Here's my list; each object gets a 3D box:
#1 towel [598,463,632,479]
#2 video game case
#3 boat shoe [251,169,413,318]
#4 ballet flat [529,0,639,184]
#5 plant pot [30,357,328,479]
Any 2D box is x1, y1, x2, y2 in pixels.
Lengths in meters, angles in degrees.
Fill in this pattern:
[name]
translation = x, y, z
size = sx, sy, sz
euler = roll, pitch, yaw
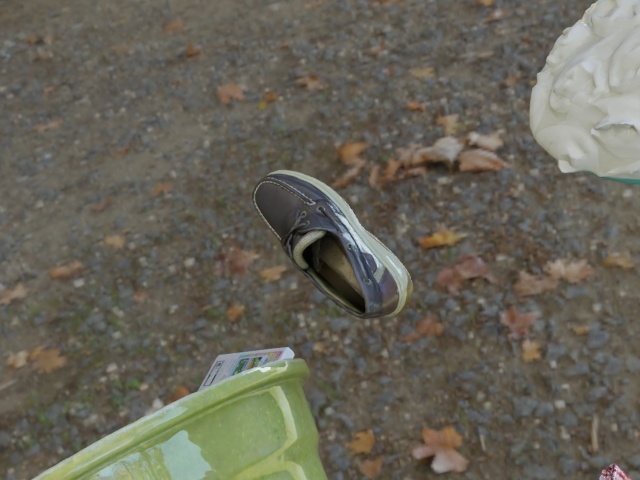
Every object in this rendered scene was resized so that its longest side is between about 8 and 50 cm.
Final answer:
[towel]
translation = 0.342, 0.330, 0.902
size = 0.199, 0.031, 0.275
euler = 35, 22, 10
[video game case]
translation = -0.113, 0.202, 1.162
size = 0.143, 0.019, 0.157
euler = -13, 40, 46
[boat shoe]
translation = 0.000, 0.000, 0.682
size = 0.152, 0.056, 0.049
euler = 39, 30, 28
[ballet flat]
translation = 0.279, -0.113, 0.352
size = 0.409, 0.147, 0.147
euler = -5, 29, 20
[plant pot]
translation = -0.068, 0.256, 0.623
size = 0.276, 0.254, 0.276
euler = -29, -13, -7
